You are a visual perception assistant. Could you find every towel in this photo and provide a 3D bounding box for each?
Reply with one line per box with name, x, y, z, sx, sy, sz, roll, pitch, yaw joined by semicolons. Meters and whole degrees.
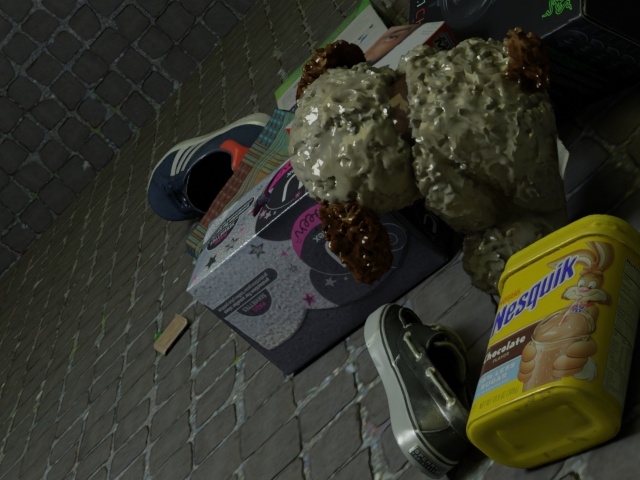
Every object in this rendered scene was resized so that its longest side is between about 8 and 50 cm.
towel;-0.061;-0.063;1.755;0.271;0.040;0.370;-56;25;-5

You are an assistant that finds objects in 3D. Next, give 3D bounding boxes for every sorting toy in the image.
sorting toy;-0.222;0.137;1.859;0.062;0.012;0.083;-57;22;-8

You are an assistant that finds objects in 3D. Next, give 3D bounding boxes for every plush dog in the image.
plush dog;0.084;-0.088;1.087;0.225;0.210;0.262;-11;63;5

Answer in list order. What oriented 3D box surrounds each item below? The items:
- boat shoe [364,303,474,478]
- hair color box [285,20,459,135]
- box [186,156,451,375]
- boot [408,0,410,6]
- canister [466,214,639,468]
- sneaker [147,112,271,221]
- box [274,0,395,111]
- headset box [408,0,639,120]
boat shoe;0.095;0.111;1.071;0.070;0.078;0.219;-45;26;16
hair color box;0.055;-0.144;1.244;0.167;0.053;0.093;-45;26;-22
box;0.000;0.000;1.363;0.247;0.163;0.142;-38;22;27
boot;0.179;-0.508;1.901;0.283;0.220;0.109;-44;19;16
canister;0.178;0.076;0.940;0.126;0.073;0.170;-32;25;43
sneaker;-0.198;-0.091;2.078;0.350;0.131;0.148;-29;22;47
box;0.031;-0.265;2.024;0.232;0.058;0.322;-45;19;12
headset box;0.227;-0.261;1.290;0.283;0.131;0.246;-24;55;52
